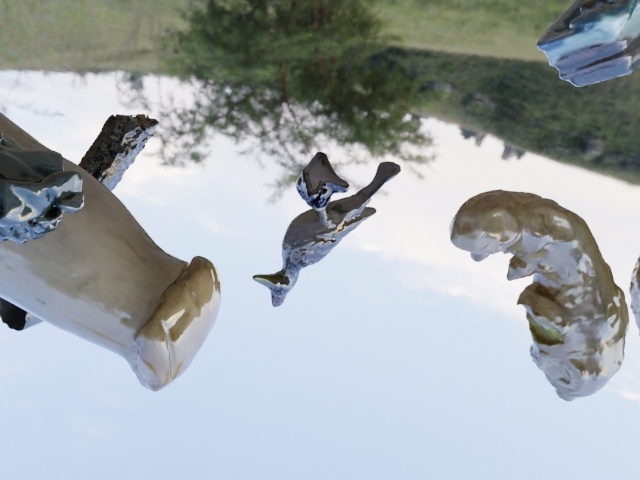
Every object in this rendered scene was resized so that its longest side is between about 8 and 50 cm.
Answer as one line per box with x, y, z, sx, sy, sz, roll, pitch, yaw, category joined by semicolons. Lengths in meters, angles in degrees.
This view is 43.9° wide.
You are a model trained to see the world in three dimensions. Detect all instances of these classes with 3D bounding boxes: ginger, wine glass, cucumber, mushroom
0.130;0.025;0.445;0.173;0.069;0.051;49;176;-30;ginger
-0.294;0.045;0.947;0.066;0.066;0.198;25;-150;20;wine glass
-0.245;-0.070;0.867;0.053;0.181;0.053;35;176;2;cucumber
-0.273;-0.022;0.710;0.407;0.137;0.154;33;-168;-2;mushroom

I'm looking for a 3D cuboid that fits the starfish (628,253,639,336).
0.400;0.018;0.575;0.398;0.383;0.132;-23;-161;-2;starfish

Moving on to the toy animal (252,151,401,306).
-0.005;-0.006;0.813;0.105;0.202;0.070;14;-152;-32;toy animal

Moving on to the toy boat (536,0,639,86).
0.140;-0.123;0.357;0.059;0.066;0.140;-8;-155;49;toy boat

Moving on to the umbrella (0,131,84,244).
-0.302;-0.069;0.448;0.143;0.094;0.349;3;169;42;umbrella
